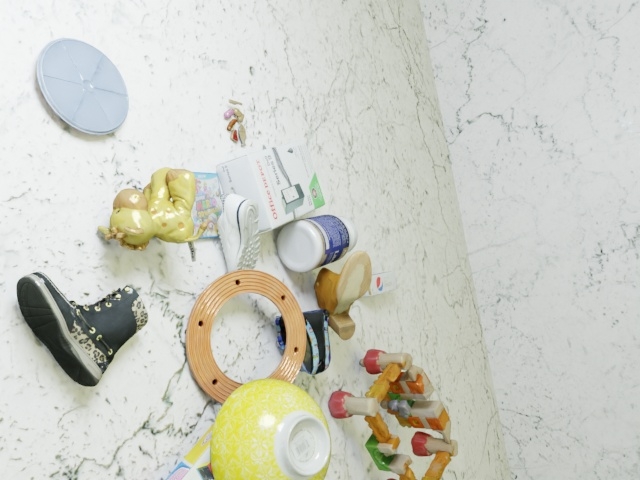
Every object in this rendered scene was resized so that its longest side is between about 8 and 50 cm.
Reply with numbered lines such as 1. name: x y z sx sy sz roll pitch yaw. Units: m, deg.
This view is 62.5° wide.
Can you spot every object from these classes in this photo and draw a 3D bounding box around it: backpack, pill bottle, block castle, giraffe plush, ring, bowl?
1. backpack: -0.043 0.287 1.478 0.158 0.116 0.173 1 79 -57
2. pill bottle: 0.000 0.000 1.606 0.264 0.153 0.153 -16 94 -57
3. block castle: 0.234 0.604 1.723 0.303 0.212 0.453 -41 108 -41
4. giraffe plush: -0.355 -0.047 1.078 0.170 0.181 0.210 -6 68 -46
5. ring: -0.177 0.239 1.297 0.336 0.032 0.337 9 76 -38
6. bowl: -0.072 0.435 1.120 0.289 0.156 0.290 17 63 -36

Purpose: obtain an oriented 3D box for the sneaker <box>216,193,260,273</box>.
1. sneaker: -0.213 -0.005 1.329 0.090 0.094 0.235 -34 136 -58

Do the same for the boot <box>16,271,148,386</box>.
1. boot: -0.429 0.126 0.974 0.179 0.085 0.237 -55 131 -52

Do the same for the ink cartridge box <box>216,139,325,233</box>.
1. ink cartridge box: -0.131 -0.150 1.484 0.289 0.121 0.211 -31 106 -55

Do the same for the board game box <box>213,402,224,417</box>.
1. board game box: -0.196 0.448 1.274 0.103 0.026 0.154 -19 95 -58

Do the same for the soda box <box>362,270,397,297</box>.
1. soda box: 0.205 0.161 1.945 0.216 0.069 0.074 -4 83 -57

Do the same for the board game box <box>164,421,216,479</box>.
1. board game box: -0.187 0.528 1.135 0.242 0.064 0.316 55 47 -10

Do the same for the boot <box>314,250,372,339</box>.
1. boot: 0.049 0.123 1.545 0.104 0.211 0.295 -3 117 -24

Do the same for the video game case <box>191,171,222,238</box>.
1. video game case: -0.288 -0.089 1.322 0.119 0.015 0.166 -7 86 -57

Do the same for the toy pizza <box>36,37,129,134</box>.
1. toy pizza: -0.485 -0.312 1.080 0.201 0.032 0.201 26 58 -50

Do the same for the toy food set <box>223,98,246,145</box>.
1. toy food set: -0.241 -0.327 1.473 0.078 0.019 0.122 0 87 -57
